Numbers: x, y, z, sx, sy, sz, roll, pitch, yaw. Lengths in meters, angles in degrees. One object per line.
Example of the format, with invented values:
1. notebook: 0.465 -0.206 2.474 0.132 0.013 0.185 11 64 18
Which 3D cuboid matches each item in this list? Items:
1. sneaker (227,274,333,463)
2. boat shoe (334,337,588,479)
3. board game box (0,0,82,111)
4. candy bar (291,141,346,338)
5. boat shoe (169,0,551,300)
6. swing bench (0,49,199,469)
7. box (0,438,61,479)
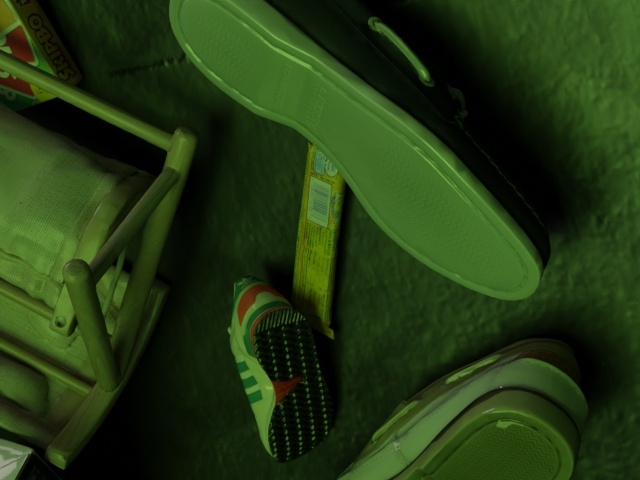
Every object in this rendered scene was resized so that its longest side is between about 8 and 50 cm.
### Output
1. sneaker: -0.035 0.094 1.194 0.075 0.057 0.161 52 159 46
2. boat shoe: 0.080 0.174 1.124 0.113 0.103 0.302 43 129 -11
3. board game box: -0.314 -0.142 1.242 0.259 0.039 0.124 -12 116 38
4. candy bar: 0.000 0.000 1.136 0.040 0.018 0.161 25 125 28
5. boat shoe: 0.042 -0.088 1.019 0.302 0.091 0.114 43 148 3
6. swing bench: -0.250 -0.003 1.180 0.253 0.165 0.255 27 140 9
7. box: -0.259 0.254 1.302 0.169 0.087 0.290 11 150 28
